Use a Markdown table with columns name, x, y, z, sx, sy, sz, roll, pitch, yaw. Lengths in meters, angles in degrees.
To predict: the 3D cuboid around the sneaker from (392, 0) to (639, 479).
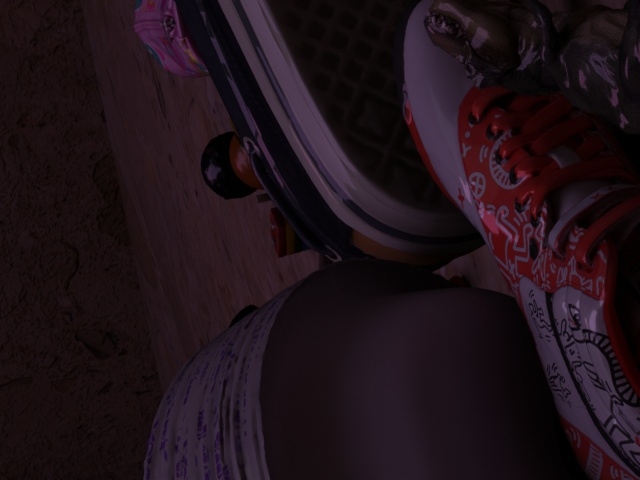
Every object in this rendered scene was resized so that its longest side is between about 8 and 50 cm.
| name | x | y | z | sx | sy | sz | roll | pitch | yaw |
| --- | --- | --- | --- | --- | --- | --- | --- | --- | --- |
| sneaker | 0.116 | -0.017 | 0.805 | 0.145 | 0.090 | 0.270 | 111 | 140 | -71 |

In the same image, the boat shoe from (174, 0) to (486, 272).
| name | x | y | z | sx | sy | sz | roll | pitch | yaw |
| --- | --- | --- | --- | --- | --- | --- | --- | --- | --- |
| boat shoe | -0.024 | -0.196 | 1.059 | 0.156 | 0.187 | 0.500 | 112 | 137 | -64 |

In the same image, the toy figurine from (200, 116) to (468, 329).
| name | x | y | z | sx | sy | sz | roll | pitch | yaw |
| --- | --- | --- | --- | --- | --- | --- | --- | --- | --- |
| toy figurine | 0.000 | 0.000 | 1.281 | 0.213 | 0.148 | 0.209 | -167 | 63 | -79 |

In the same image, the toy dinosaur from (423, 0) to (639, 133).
| name | x | y | z | sx | sy | sz | roll | pitch | yaw |
| --- | --- | --- | --- | --- | --- | --- | --- | --- | --- |
| toy dinosaur | 0.133 | -0.081 | 0.694 | 0.268 | 0.064 | 0.118 | 37 | 132 | 53 |

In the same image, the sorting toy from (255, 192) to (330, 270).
| name | x | y | z | sx | sy | sz | roll | pitch | yaw |
| --- | --- | --- | --- | --- | --- | --- | --- | --- | --- |
| sorting toy | -0.035 | -0.064 | 1.671 | 0.132 | 0.046 | 0.274 | 90 | 163 | -54 |

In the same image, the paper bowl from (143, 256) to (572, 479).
| name | x | y | z | sx | sy | sz | roll | pitch | yaw |
| --- | --- | --- | --- | --- | --- | --- | --- | --- | --- |
| paper bowl | 0.066 | 0.137 | 0.892 | 0.148 | 0.284 | 0.284 | -37 | 60 | 33 |

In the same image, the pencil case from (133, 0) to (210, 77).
| name | x | y | z | sx | sy | sz | roll | pitch | yaw |
| --- | --- | --- | --- | --- | --- | --- | --- | --- | --- |
| pencil case | -0.089 | -0.195 | 1.574 | 0.284 | 0.124 | 0.124 | -150 | 47 | -77 |
